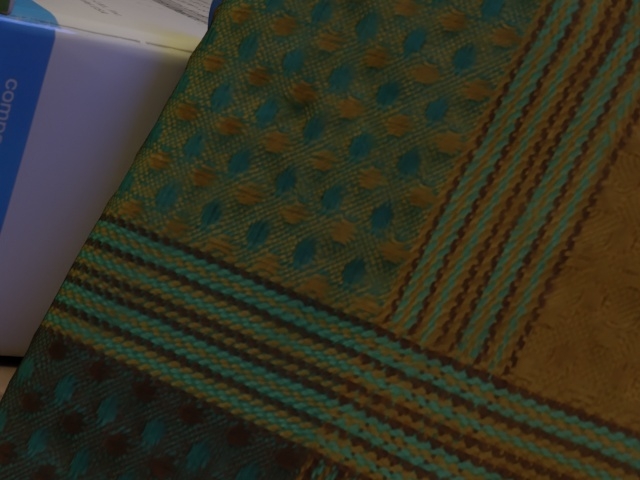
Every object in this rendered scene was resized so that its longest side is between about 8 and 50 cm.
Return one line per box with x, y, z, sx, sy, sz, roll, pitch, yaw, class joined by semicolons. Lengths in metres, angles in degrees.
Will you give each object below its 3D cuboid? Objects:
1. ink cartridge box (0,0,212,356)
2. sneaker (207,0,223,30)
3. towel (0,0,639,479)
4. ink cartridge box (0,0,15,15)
-0.107;-0.045;0.778;0.307;0.129;0.223;7;14;-41;ink cartridge box
0.000;0.000;0.624;0.082;0.209;0.069;-13;-17;-36;sneaker
0.093;-0.044;0.473;0.271;0.370;0.040;24;-7;32;towel
-0.113;-0.137;0.604;0.062;0.109;0.209;13;13;-12;ink cartridge box
